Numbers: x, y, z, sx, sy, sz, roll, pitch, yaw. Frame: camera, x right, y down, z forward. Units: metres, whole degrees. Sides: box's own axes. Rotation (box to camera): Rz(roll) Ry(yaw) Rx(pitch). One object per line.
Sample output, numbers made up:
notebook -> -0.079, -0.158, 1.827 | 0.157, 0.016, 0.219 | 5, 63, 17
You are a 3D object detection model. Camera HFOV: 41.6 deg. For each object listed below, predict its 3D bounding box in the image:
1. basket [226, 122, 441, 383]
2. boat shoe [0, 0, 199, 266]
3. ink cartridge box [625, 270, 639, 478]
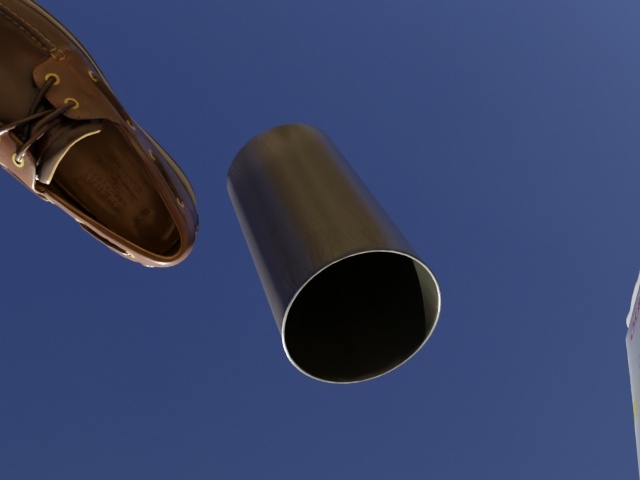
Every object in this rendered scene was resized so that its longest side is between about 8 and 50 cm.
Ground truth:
basket -> 0.000, 0.000, 0.846 | 0.154, 0.204, 0.227 | -30, -130, 1
boat shoe -> -0.119, -0.054, 0.381 | 0.178, 0.064, 0.060 | 47, 179, -25
ink cartridge box -> 0.437, 0.113, 0.877 | 0.160, 0.279, 0.384 | 9, -148, 10
